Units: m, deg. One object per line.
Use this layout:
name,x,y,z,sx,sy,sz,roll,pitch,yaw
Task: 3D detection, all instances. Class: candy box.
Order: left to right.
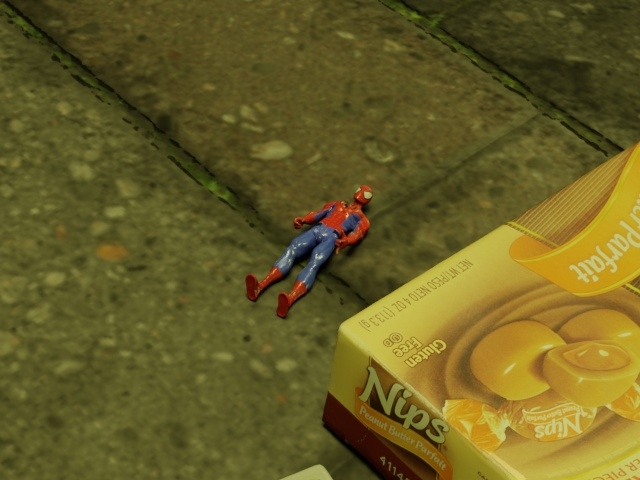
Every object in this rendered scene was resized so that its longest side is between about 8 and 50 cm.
candy box,0.179,0.057,0.724,0.316,0.087,0.183,-29,56,-32

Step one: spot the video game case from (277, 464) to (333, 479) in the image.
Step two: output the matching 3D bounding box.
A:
video game case,-0.033,0.217,0.578,0.193,0.023,0.212,-18,50,-24

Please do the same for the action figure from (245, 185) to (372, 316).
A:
action figure,0.000,0.000,0.796,0.038,0.030,0.115,25,45,22
